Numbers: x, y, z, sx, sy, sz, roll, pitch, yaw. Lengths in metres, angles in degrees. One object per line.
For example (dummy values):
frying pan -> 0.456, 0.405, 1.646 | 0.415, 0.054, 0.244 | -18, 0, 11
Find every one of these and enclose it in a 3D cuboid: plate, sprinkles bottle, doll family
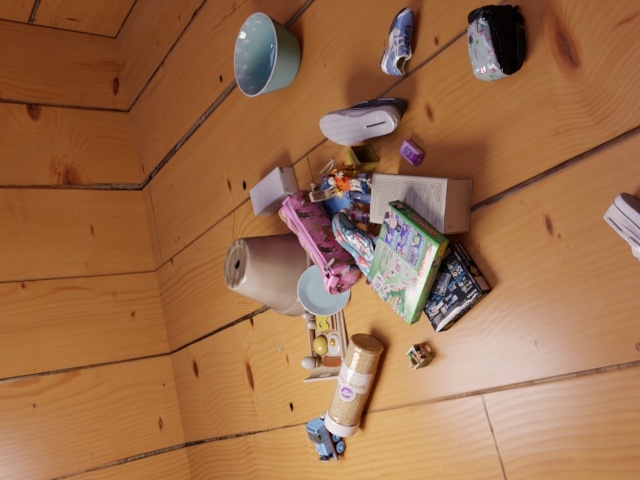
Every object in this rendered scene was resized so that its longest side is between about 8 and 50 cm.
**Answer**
plate -> 0.012, 0.175, 2.216 | 0.024, 0.188, 0.188 | 91, 169, -80
sprinkles bottle -> 0.112, 0.492, 2.124 | 0.121, 0.121, 0.355 | 37, 120, 45
doll family -> 0.111, -0.162, 2.041 | 0.163, 0.118, 0.263 | 17, 149, 29

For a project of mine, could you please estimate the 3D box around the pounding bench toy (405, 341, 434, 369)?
pounding bench toy -> 0.291, 0.352, 1.911 | 0.065, 0.083, 0.052 | 57, 134, 32

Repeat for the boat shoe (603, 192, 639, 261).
boat shoe -> 0.715, 0.009, 1.345 | 0.084, 0.095, 0.258 | -64, 35, 38

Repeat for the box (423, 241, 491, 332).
box -> 0.371, 0.138, 1.820 | 0.220, 0.051, 0.175 | -54, 52, 39

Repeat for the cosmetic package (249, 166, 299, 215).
cosmetic package -> -0.187, -0.194, 2.503 | 0.231, 0.085, 0.117 | -29, 69, 47

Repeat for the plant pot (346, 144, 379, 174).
plant pot -> 0.132, -0.262, 2.089 | 0.081, 0.081, 0.083 | 65, 148, 26

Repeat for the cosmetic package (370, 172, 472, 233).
cosmetic package -> 0.291, -0.116, 1.860 | 0.309, 0.113, 0.160 | 14, 103, 51

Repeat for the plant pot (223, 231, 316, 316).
plant pot -> -0.192, 0.105, 2.318 | 0.323, 0.280, 0.323 | -23, 61, 49

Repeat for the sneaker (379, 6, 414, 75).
sneaker -> 0.254, -0.606, 1.917 | 0.081, 0.080, 0.211 | 42, 134, 35

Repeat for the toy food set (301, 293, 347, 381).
toy food set -> -0.009, 0.356, 2.284 | 0.220, 0.092, 0.306 | -23, 70, 51

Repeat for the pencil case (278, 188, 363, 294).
pencil case -> 0.000, 0.000, 2.175 | 0.386, 0.160, 0.167 | 57, 166, 29

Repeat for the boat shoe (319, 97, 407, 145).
boat shoe -> 0.145, -0.392, 2.040 | 0.335, 0.119, 0.121 | 4, 129, 45

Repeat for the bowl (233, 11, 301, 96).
bowl -> -0.190, -0.704, 2.408 | 0.311, 0.163, 0.311 | 5, 96, 52

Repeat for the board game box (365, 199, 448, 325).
board game box -> 0.247, 0.068, 1.845 | 0.213, 0.046, 0.317 | 44, 137, 34

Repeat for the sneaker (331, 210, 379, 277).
sneaker -> 0.148, -0.002, 2.035 | 0.125, 0.104, 0.262 | -37, 94, 36

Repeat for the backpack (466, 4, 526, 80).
backpack -> 0.452, -0.508, 1.618 | 0.115, 0.152, 0.182 | -1, 104, 58

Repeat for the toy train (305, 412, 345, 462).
toy train -> 0.019, 0.712, 2.243 | 0.080, 0.105, 0.184 | 10, 122, 52

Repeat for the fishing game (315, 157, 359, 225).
fishing game -> 0.060, -0.142, 2.221 | 0.189, 0.041, 0.264 | -46, 63, 53

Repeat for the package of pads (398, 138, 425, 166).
package of pads -> 0.281, -0.271, 1.929 | 0.083, 0.032, 0.050 | 52, 133, 37

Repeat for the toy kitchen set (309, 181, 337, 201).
toy kitchen set -> 0.010, -0.181, 2.171 | 0.075, 0.083, 0.068 | -31, 75, 53
